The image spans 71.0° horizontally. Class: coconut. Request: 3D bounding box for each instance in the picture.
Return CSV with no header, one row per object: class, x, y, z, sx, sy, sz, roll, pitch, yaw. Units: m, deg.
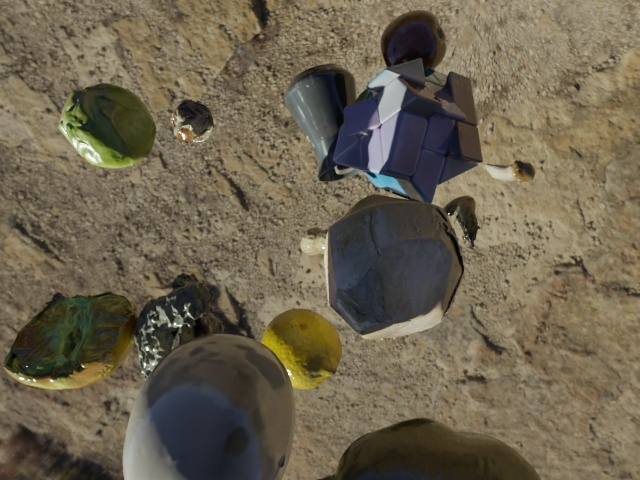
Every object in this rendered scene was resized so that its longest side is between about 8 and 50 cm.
coconut,0.166,0.049,1.085,0.353,0.352,0.352,9,120,15

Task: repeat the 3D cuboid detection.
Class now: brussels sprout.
brussels sprout,-0.517,-0.280,1.113,0.161,0.223,0.223,27,130,43

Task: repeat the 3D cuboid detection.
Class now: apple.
apple,0.278,-0.580,1.336,0.174,0.188,0.188,-13,113,37

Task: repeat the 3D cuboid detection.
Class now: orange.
orange,-0.652,0.278,1.203,0.335,0.262,0.196,-8,116,-12

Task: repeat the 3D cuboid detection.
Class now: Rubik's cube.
Rubik's cube,0.233,-0.309,1.252,0.358,0.387,0.368,7,104,-32

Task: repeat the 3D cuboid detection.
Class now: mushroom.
mushroom,0.643,-0.240,1.552,0.084,0.209,0.071,12,96,-17

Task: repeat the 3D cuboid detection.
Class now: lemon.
lemon,-0.052,0.316,1.318,0.253,0.228,0.228,4,124,53

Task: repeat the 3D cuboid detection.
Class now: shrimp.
shrimp,0.504,-0.063,1.669,0.169,0.296,0.058,-30,119,31

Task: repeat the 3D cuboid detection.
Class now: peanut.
peanut,0.000,0.000,1.908,0.123,0.123,0.257,54,153,-13

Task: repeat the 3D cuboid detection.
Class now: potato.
potato,0.116,0.282,0.473,0.251,0.174,0.159,17,161,-3

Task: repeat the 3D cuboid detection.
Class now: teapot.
teapot,0.035,-0.390,1.552,0.253,0.300,0.343,-17,83,4

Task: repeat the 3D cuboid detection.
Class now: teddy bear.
teddy bear,-0.360,0.265,1.272,0.225,0.367,0.357,2,94,11

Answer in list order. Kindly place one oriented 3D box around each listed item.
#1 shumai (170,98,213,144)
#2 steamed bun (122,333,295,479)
shumai,-0.414,-0.366,1.420,0.146,0.116,0.145,4,119,7
steamed bun,-0.213,0.375,0.901,0.334,0.373,0.334,9,149,6
